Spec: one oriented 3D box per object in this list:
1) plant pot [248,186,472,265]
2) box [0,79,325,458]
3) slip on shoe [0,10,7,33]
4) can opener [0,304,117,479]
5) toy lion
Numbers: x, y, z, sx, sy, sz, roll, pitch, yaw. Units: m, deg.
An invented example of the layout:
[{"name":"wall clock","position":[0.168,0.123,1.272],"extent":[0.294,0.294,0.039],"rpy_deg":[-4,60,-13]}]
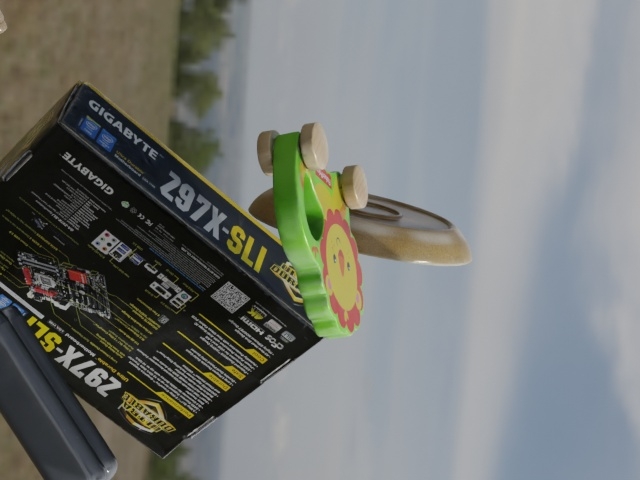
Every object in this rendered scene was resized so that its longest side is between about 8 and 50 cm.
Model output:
[{"name":"plant pot","position":[0.044,-0.021,1.585],"extent":[0.236,0.236,0.032],"rpy_deg":[-105,-153,-78]},{"name":"box","position":[-0.184,0.037,1.458],"extent":[0.257,0.322,0.079],"rpy_deg":[-38,-159,35]},{"name":"slip on shoe","position":[-0.327,-0.166,1.327],"extent":[0.041,0.135,0.051],"rpy_deg":[51,19,-20]},{"name":"can opener","position":[-0.277,0.095,1.236],"extent":[0.283,0.095,0.076],"rpy_deg":[57,7,0]},{"name":"toy lion","position":[0.000,0.000,0.792],"extent":[0.100,0.034,0.096],"rpy_deg":[42,43,-63]}]
